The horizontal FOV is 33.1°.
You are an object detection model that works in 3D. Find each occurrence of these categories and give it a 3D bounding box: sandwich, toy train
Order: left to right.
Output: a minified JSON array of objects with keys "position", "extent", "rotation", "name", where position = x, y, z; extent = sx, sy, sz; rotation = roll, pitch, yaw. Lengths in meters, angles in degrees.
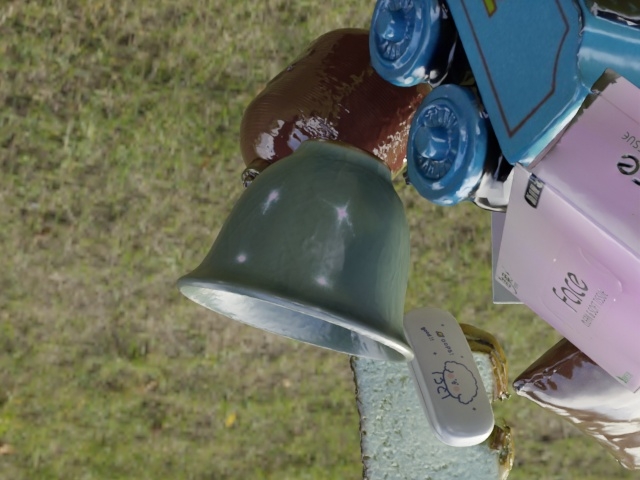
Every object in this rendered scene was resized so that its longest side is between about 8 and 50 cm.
[{"position":[0.174,0.263,1.675],"extent":[0.249,0.095,0.273],"rotation":[-2,106,19],"name":"sandwich"},{"position":[0.183,-0.183,0.957],"extent":[0.188,0.300,0.265],"rotation":[5,145,-29],"name":"toy train"}]

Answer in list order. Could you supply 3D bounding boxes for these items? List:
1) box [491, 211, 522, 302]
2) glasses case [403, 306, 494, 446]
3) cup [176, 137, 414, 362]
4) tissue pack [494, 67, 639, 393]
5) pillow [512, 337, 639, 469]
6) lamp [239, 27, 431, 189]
[{"position":[0.282,0.013,1.349],"extent":[0.129,0.130,0.051],"rotation":[-1,179,15],"name":"box"},{"position":[0.150,0.161,1.299],"extent":[0.076,0.197,0.049],"rotation":[-3,137,-15],"name":"glasses case"},{"position":[0.000,0.000,0.874],"extent":[0.199,0.150,0.199],"rotation":[17,169,3],"name":"cup"},{"position":[0.210,0.008,0.736],"extent":[0.092,0.148,0.246],"rotation":[-46,163,-10],"name":"tissue pack"},{"position":[0.376,0.105,1.070],"extent":[0.308,0.108,0.305],"rotation":[-39,140,14],"name":"pillow"},{"position":[0.015,-0.120,1.174],"extent":[0.180,0.258,0.180],"rotation":[34,155,18],"name":"lamp"}]
